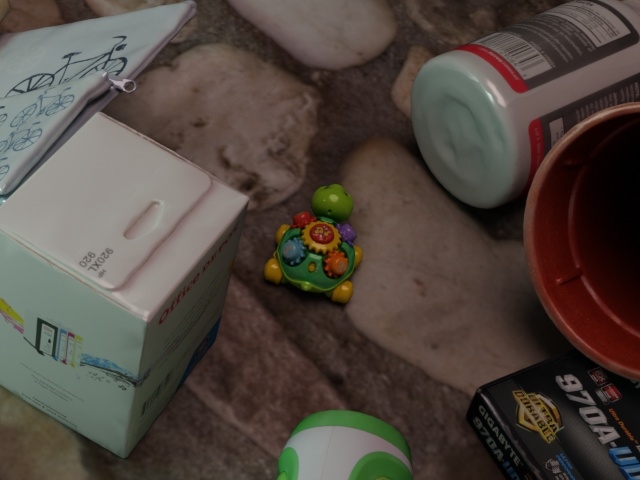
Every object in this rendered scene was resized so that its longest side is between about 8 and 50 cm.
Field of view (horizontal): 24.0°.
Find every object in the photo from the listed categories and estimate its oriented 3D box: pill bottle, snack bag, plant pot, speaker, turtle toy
[{"bbox_3d":[0.271,-0.169,1.675,0.318,0.176,0.176,-25,60,-29],"label":"pill bottle"},{"bbox_3d":[-0.311,-0.135,1.485,0.323,0.037,0.342,-3,37,40],"label":"snack bag"},{"bbox_3d":[0.385,-0.019,1.513,0.272,0.272,0.265,42,31,21],"label":"plant pot"},{"bbox_3d":[0.000,0.293,1.266,0.131,0.131,0.297,15,50,0],"label":"speaker"},{"bbox_3d":[0.000,0.000,1.549,0.095,0.066,0.130,16,50,1],"label":"turtle toy"}]

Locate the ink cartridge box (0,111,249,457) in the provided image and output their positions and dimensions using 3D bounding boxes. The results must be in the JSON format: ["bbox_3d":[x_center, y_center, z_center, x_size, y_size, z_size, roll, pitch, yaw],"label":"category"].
[{"bbox_3d":[-0.189,0.041,1.363,0.168,0.233,0.171,29,51,9],"label":"ink cartridge box"}]

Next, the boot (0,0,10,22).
[{"bbox_3d":[-0.485,-0.250,1.632,0.248,0.090,0.207,31,58,24],"label":"boot"}]

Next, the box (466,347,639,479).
[{"bbox_3d":[0.271,0.211,1.448,0.175,0.051,0.220,-18,57,-25],"label":"box"}]
